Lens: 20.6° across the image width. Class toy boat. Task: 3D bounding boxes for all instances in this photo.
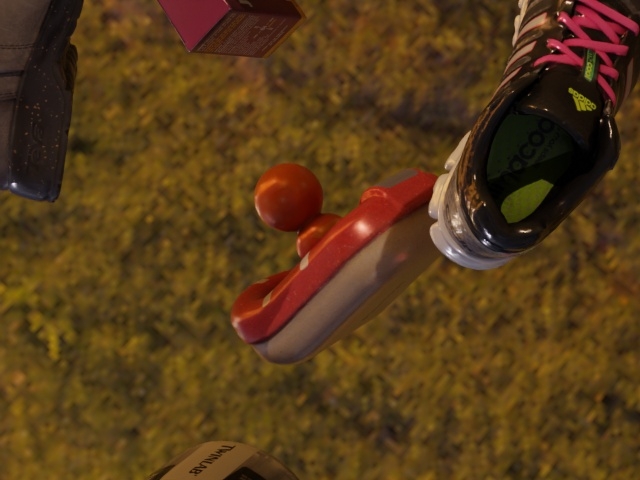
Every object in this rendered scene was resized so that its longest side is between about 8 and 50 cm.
[{"bbox_3d":[0.000,0.000,1.500,0.151,0.151,0.231,52,131,9],"label":"toy boat"}]

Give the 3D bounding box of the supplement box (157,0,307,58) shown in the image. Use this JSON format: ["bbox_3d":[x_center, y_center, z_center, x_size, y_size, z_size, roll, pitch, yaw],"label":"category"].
[{"bbox_3d":[-0.057,-0.148,1.090,0.043,0.083,0.055,-42,71,28],"label":"supplement box"}]

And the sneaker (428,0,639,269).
[{"bbox_3d":[0.103,-0.063,0.725,0.063,0.170,0.075,29,-179,-10],"label":"sneaker"}]

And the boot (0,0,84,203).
[{"bbox_3d":[-0.267,-0.184,1.181,0.223,0.118,0.338,8,109,-8],"label":"boot"}]

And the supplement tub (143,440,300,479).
[{"bbox_3d":[-0.150,0.339,1.617,0.207,0.338,0.207,10,113,26],"label":"supplement tub"}]
